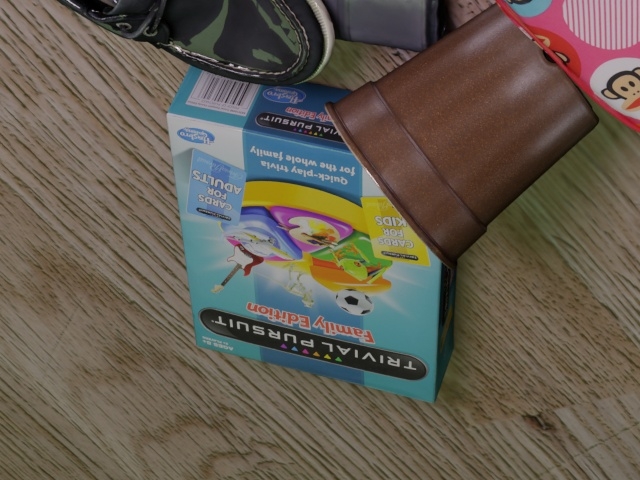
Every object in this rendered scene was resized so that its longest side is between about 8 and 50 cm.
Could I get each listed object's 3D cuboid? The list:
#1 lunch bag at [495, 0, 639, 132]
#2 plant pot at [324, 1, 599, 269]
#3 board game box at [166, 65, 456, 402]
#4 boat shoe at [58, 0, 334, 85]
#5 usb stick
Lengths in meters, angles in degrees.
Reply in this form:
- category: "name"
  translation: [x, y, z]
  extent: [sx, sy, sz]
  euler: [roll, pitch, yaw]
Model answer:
- category: "lunch bag"
  translation: [0.294, -0.192, 1.197]
  extent: [0.258, 0.120, 0.293]
  euler: [39, 138, -20]
- category: "plant pot"
  translation: [0.118, -0.091, 1.341]
  extent: [0.165, 0.167, 0.167]
  euler: [-37, 120, 8]
- category: "board game box"
  translation: [0.000, 0.000, 1.598]
  extent: [0.254, 0.079, 0.336]
  euler: [13, 140, 13]
- category: "boat shoe"
  translation: [-0.151, -0.216, 1.343]
  extent: [0.340, 0.113, 0.127]
  euler: [36, 119, 1]
- category: "usb stick"
  translation: [-0.031, -0.205, 1.399]
  extent: [0.278, 0.045, 0.077]
  euler: [11, 136, 16]
